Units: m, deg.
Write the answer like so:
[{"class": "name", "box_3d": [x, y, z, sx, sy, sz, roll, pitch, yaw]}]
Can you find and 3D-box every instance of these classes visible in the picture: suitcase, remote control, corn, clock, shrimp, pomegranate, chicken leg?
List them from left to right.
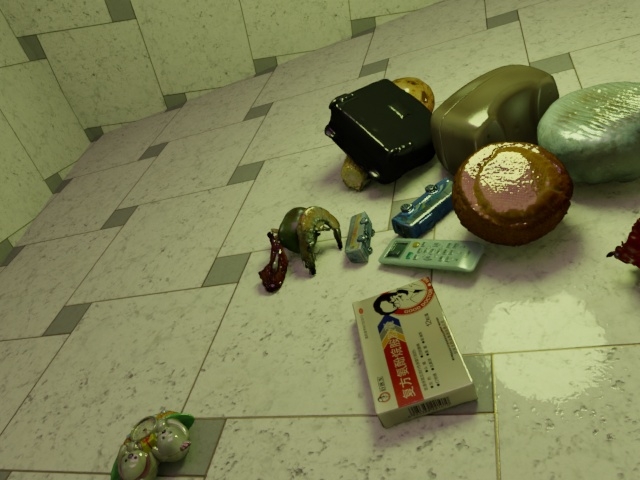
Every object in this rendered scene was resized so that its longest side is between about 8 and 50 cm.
[{"class": "clock", "box_3d": [-0.402, 0.503, 1.252, 0.231, 0.103, 0.144, -37, 28, -17]}, {"class": "chicken leg", "box_3d": [-0.147, 0.067, 1.652, 0.093, 0.053, 0.204, 3, 63, 20]}, {"class": "pomegranate", "box_3d": [-0.086, -0.024, 1.727, 0.191, 0.131, 0.151, -26, 35, 47]}, {"class": "shrimp", "box_3d": [0.000, 0.000, 1.626, 0.150, 0.217, 0.051, 1, -6, -24]}, {"class": "corn", "box_3d": [0.162, -0.310, 1.945, 0.124, 0.122, 0.305, 24, 52, 3]}, {"class": "suitcase", "box_3d": [0.230, -0.394, 1.826, 0.340, 0.188, 0.345, -32, 65, -27]}, {"class": "pomegranate", "box_3d": [0.336, -0.536, 2.056, 0.216, 0.215, 0.215, -17, 36, 13]}, {"class": "remote control", "box_3d": [0.304, 0.043, 1.448, 0.294, 0.051, 0.103, 5, 45, 42]}]

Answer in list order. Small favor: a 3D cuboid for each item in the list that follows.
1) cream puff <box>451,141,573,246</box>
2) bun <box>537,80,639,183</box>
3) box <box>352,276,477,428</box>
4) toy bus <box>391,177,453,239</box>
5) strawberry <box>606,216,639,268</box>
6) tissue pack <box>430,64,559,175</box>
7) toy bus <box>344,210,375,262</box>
[{"class": "cream puff", "box_3d": [0.498, -0.118, 1.376, 0.304, 0.212, 0.302, -9, 64, 18]}, {"class": "bun", "box_3d": [0.788, -0.289, 1.431, 0.362, 0.211, 0.361, -19, 34, 14]}, {"class": "box", "box_3d": [0.208, 0.249, 1.233, 0.215, 0.069, 0.353, -20, 34, 8]}, {"class": "toy bus", "box_3d": [0.328, -0.098, 1.587, 0.237, 0.079, 0.094, -38, 38, -16]}, {"class": "strawberry", "box_3d": [0.756, 0.009, 1.086, 0.234, 0.233, 0.178, -31, 55, -7]}, {"class": "tissue pack", "box_3d": [0.538, -0.379, 1.652, 0.387, 0.267, 0.277, -37, 40, -13]}, {"class": "toy bus", "box_3d": [0.122, -0.012, 1.621, 0.075, 0.064, 0.190, -15, 36, 25]}]
